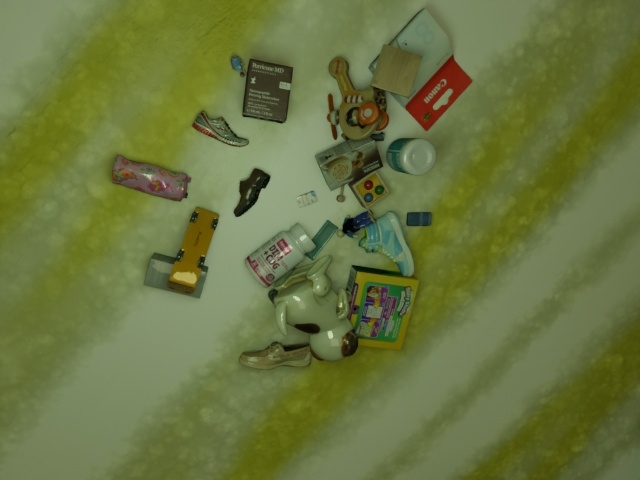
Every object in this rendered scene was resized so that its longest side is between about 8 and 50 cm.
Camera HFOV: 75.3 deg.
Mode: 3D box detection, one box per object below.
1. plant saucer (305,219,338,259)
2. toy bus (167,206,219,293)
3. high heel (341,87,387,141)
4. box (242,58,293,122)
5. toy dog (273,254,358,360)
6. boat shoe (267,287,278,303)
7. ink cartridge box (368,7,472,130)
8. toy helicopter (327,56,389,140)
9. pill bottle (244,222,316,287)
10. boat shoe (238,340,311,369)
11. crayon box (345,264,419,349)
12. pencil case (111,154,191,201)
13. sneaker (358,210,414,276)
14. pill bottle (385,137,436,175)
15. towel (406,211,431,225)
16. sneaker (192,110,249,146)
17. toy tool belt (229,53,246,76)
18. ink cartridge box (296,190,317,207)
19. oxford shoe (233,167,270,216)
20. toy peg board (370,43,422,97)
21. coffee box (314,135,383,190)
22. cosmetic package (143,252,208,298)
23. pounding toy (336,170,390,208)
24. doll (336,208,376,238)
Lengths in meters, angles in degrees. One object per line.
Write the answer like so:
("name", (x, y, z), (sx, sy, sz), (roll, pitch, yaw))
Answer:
("plant saucer", (0.000, 0.000, 1.875), (0.067, 0.018, 0.192), (37, 94, -17))
("toy bus", (-0.510, 0.036, 1.678), (0.108, 0.130, 0.332), (19, 61, -14))
("high heel", (0.179, -0.540, 1.738), (0.186, 0.093, 0.261), (-5, 108, -10))
("box", (-0.210, -0.573, 1.614), (0.169, 0.167, 0.203), (6, 102, -12))
("toy dog", (0.006, 0.324, 1.756), (0.285, 0.395, 0.407), (-25, 109, 25))
("boat shoe", (-0.147, 0.303, 1.894), (0.228, 0.068, 0.081), (42, 93, -17))
("ink cartridge box", (0.441, -0.706, 1.749), (0.385, 0.091, 0.308), (42, 93, -16))
("toy helicopter", (0.108, -0.567, 1.679), (0.235, 0.140, 0.354), (-24, 81, 26))
("pill bottle", (-0.169, 0.060, 1.782), (0.283, 0.160, 0.160), (-38, 107, -1))
("boat shoe", (-0.205, 0.519, 1.918), (0.341, 0.122, 0.110), (4, 99, -22))
("crayon box", (0.267, 0.319, 1.960), (0.313, 0.106, 0.362), (9, 102, -14))
("pencil case", (-0.665, -0.243, 1.637), (0.284, 0.124, 0.124), (14, 100, -15))
("sneaker", (0.290, 0.045, 1.889), (0.208, 0.127, 0.318), (-23, 97, -7))
("pill bottle", (0.363, -0.353, 1.729), (0.146, 0.264, 0.146), (-3, 105, -10))
("towel", (0.458, -0.099, 1.933), (0.120, 0.029, 0.067), (-1, 104, -11))
("sneaker", (-0.390, -0.441, 1.654), (0.225, 0.088, 0.092), (24, 97, -16))
("toy tool belt", (-0.322, -0.684, 1.625), (0.052, 0.051, 0.083), (-25, 107, -4))
("ink cartridge box", (-0.062, -0.180, 1.812), (0.083, 0.028, 0.048), (-21, 106, -6))
("oxford shoe", (-0.307, -0.202, 1.744), (0.096, 0.083, 0.227), (35, 97, 6))
("toy peg board", (0.300, -0.671, 1.660), (0.161, 0.079, 0.161), (18, 102, 2))
("coffee box", (0.120, -0.332, 1.740), (0.247, 0.098, 0.141), (-24, 130, 2))
("cosmetic package", (-0.605, 0.148, 1.752), (0.238, 0.107, 0.127), (18, 99, -17))
("pounding toy", (0.167, -0.225, 1.811), (0.206, 0.094, 0.181), (-36, 107, -1))
("doll", (0.151, -0.064, 1.841), (0.189, 0.129, 0.046), (-27, 148, 22))
